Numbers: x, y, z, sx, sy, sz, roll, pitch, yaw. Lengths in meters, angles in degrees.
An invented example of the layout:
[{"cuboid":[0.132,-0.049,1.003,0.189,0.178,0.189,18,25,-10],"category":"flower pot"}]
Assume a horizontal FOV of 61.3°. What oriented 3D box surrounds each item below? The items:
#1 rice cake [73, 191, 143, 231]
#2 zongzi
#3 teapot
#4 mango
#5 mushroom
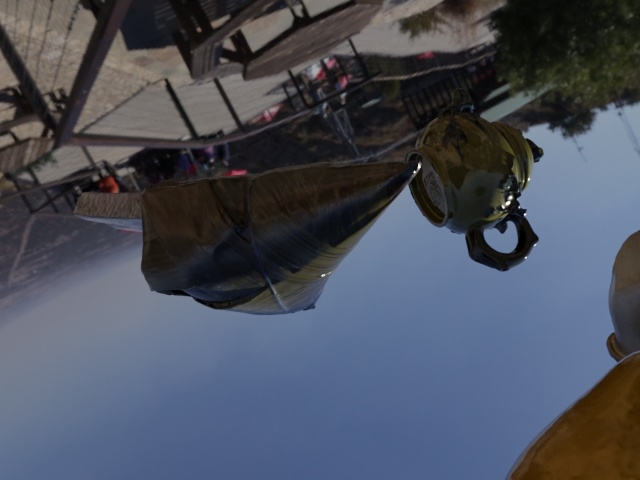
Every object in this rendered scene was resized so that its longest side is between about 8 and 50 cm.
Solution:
[{"cuboid":[-0.263,-0.041,0.819,0.298,0.050,0.106,4,167,45],"category":"rice cake"},{"cuboid":[0.000,0.000,0.593,0.300,0.138,0.286,-16,160,23],"category":"zongzi"},{"cuboid":[0.234,-0.093,0.768,0.183,0.269,0.173,-22,169,-10],"category":"teapot"},{"cuboid":[0.218,0.201,0.389,0.317,0.119,0.176,-48,-164,-26],"category":"mango"},{"cuboid":[0.662,0.130,1.116,0.129,0.350,0.128,-8,-146,6],"category":"mushroom"}]
